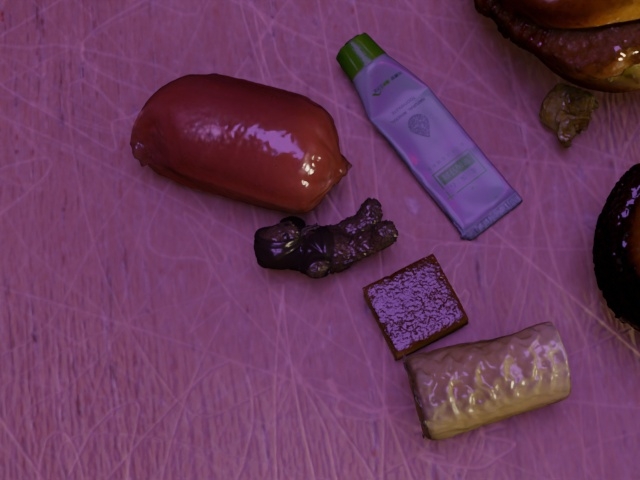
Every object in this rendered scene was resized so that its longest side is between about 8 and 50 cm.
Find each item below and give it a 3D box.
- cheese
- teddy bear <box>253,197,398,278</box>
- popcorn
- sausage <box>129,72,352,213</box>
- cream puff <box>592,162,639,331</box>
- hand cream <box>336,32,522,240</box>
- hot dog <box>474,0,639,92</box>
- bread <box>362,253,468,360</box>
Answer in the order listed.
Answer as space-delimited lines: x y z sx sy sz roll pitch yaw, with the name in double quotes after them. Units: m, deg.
0.179 0.148 1.382 0.167 0.123 0.094 -17 67 -1 "cheese"
0.002 0.007 1.459 0.160 0.078 0.119 -9 32 -12 "teddy bear"
0.290 -0.145 1.505 0.068 0.059 0.083 -16 58 39 "popcorn"
-0.089 -0.115 1.466 0.254 0.148 0.148 20 74 9 "sausage"
0.415 0.015 1.392 0.239 0.165 0.239 -2 74 8 "cream puff"
0.119 -0.127 1.518 0.079 0.050 0.275 -42 79 18 "hand cream"
0.292 -0.307 1.452 0.223 0.185 0.405 -51 45 16 "hot dog"
0.107 0.076 1.452 0.094 0.035 0.090 -26 74 -7 "bread"
